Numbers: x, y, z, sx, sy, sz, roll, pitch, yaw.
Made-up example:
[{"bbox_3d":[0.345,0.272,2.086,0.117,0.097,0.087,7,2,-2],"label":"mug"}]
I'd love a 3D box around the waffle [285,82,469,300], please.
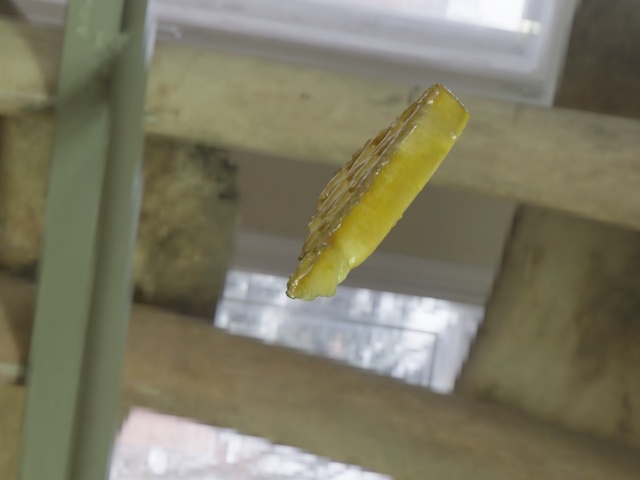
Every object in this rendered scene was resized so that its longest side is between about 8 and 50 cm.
[{"bbox_3d":[0.000,0.000,0.835,0.125,0.032,0.191,-36,-170,46],"label":"waffle"}]
